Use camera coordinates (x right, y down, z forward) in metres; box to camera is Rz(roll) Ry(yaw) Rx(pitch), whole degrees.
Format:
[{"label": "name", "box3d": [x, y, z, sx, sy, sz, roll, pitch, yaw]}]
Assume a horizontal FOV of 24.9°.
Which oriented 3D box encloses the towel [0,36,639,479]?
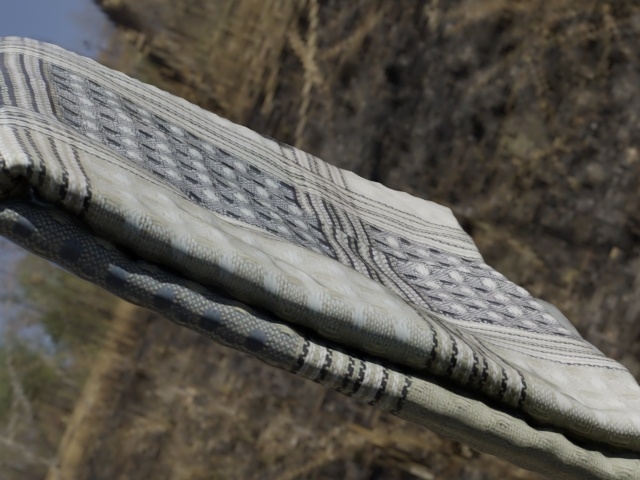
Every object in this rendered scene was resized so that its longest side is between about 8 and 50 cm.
[{"label": "towel", "box3d": [0.000, 0.000, 0.630, 0.056, 0.324, 0.312, -63, 17, 7]}]
